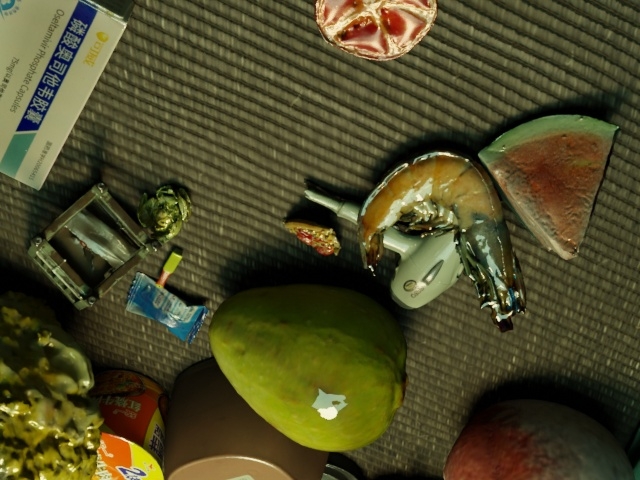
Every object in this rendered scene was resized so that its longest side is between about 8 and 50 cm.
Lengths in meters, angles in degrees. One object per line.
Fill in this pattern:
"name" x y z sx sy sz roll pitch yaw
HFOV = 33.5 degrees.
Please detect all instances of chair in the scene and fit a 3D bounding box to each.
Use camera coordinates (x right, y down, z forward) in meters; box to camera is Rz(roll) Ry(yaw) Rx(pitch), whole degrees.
"chair" -0.352 0.011 1.635 0.136 0.147 0.270 48 166 -7

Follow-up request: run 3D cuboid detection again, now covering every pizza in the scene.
"pizza" -0.007 -0.006 1.598 0.100 0.029 0.099 28 168 -9

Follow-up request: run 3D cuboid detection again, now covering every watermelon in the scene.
"watermelon" 0.342 -0.070 1.459 0.207 0.202 0.136 -31 160 32

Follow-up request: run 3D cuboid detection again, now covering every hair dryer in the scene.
"hair dryer" 0.139 -0.042 1.565 0.229 0.092 0.267 -34 110 23

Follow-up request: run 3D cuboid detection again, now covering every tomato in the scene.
"tomato" 0.073 -0.306 1.334 0.155 0.069 0.156 5 129 6

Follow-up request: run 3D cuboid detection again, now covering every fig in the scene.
"fig" -0.022 0.188 1.666 0.326 0.258 0.258 21 132 5

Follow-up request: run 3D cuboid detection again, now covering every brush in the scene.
"brush" -0.246 0.045 1.720 0.018 0.021 0.083 24 124 -14

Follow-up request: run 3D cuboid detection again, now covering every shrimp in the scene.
"shrimp" 0.171 0.018 1.519 0.222 0.054 0.290 -25 95 15

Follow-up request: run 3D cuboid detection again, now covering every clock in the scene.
"clock" -0.004 0.470 2.046 0.184 0.040 0.184 4 131 5

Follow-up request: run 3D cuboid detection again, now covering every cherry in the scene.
"cherry" 0.381 0.431 1.787 0.326 0.335 0.291 8 119 -30

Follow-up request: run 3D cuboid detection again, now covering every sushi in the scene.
"sushi" -0.542 0.284 1.720 0.351 0.397 0.240 -34 161 26

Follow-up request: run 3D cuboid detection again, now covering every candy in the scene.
"candy" -0.261 0.115 1.773 0.136 0.038 0.088 28 126 -4

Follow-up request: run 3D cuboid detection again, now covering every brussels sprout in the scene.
"brussels sprout" -0.232 -0.045 1.620 0.085 0.058 0.085 5 103 24

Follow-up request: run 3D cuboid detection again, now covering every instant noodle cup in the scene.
"instant noodle cup" -0.367 0.346 1.900 0.213 0.174 0.213 4 130 4

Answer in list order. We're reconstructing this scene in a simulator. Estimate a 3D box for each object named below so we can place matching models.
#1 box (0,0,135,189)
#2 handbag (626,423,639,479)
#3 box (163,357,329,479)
"box" -0.413 -0.239 1.465 0.200 0.065 0.343 27 129 -15
"handbag" 0.672 0.424 1.870 0.268 0.100 0.274 11 131 -3
"box" -0.134 0.365 1.860 0.301 0.216 0.301 5 132 6
